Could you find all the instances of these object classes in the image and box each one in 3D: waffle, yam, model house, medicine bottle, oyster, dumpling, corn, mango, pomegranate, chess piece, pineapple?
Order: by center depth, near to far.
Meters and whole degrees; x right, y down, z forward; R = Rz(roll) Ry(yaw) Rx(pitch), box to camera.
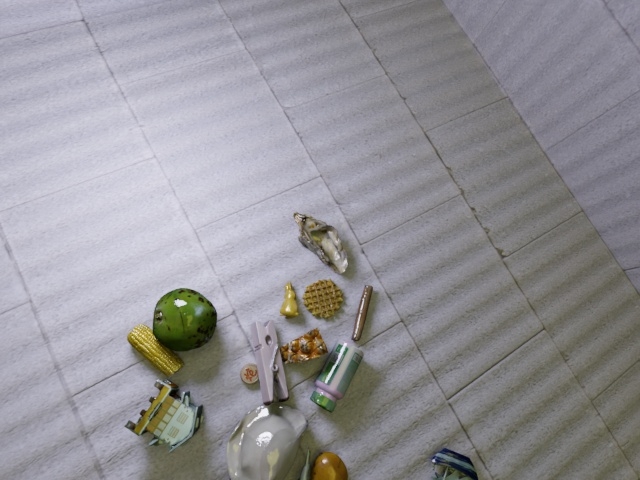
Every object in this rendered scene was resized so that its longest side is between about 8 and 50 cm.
[{"bbox_3d":[-0.543,0.641,1.457,0.215,0.224,0.198,33,67,2],"label":"model house"},{"bbox_3d":[-0.220,0.787,1.518,0.260,0.181,0.341,26,79,18],"label":"dumpling"},{"bbox_3d":[0.032,0.948,1.555,0.147,0.109,0.227,7,73,-11],"label":"mango"},{"bbox_3d":[-0.515,0.311,1.558,0.270,0.254,0.254,32,62,-45],"label":"pomegranate"},{"bbox_3d":[-0.643,0.428,1.561,0.244,0.093,0.093,41,69,1],"label":"corn"},{"bbox_3d":[-0.286,0.546,1.639,0.083,0.038,0.083,3,73,-11],"label":"chess piece"},{"bbox_3d":[0.066,0.563,1.667,0.133,0.133,0.274,32,68,-3],"label":"medicine bottle"},{"bbox_3d":[-0.066,0.437,1.668,0.186,0.236,0.114,-9,78,-56],"label":"pineapple"},{"bbox_3d":[0.012,0.260,1.797,0.191,0.038,0.191,4,73,-13],"label":"waffle"},{"bbox_3d":[0.189,0.329,1.814,0.046,0.046,0.264,20,70,-7],"label":"yam"},{"bbox_3d":[-0.002,0.003,1.836,0.341,0.110,0.166,35,74,-4],"label":"oyster"}]

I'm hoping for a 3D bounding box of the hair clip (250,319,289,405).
[{"bbox_3d":[-0.212,0.493,1.634,0.101,0.085,0.331,-1,64,-34],"label":"hair clip"}]

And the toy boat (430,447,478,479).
[{"bbox_3d":[0.527,1.015,1.678,0.291,0.070,0.210,-42,84,-18],"label":"toy boat"}]

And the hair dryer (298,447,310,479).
[{"bbox_3d":[-0.119,0.936,1.477,0.229,0.092,0.267,-9,65,-15],"label":"hair dryer"}]

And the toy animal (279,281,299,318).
[{"bbox_3d":[-0.129,0.258,1.750,0.083,0.070,0.159,-14,57,24],"label":"toy animal"}]
